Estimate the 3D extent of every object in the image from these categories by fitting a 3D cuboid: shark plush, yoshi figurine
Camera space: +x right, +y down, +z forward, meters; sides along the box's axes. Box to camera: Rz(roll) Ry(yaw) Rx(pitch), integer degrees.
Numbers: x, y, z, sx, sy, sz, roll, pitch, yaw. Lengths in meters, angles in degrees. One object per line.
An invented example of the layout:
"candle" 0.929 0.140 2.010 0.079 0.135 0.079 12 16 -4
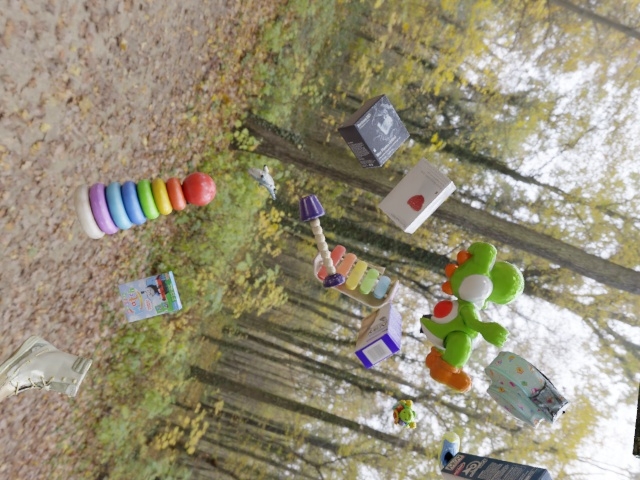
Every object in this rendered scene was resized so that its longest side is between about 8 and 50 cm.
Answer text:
"shark plush" -0.216 -0.226 1.563 0.161 0.067 0.073 49 32 -51
"yoshi figurine" 0.402 0.190 1.021 0.204 0.203 0.361 22 -83 47

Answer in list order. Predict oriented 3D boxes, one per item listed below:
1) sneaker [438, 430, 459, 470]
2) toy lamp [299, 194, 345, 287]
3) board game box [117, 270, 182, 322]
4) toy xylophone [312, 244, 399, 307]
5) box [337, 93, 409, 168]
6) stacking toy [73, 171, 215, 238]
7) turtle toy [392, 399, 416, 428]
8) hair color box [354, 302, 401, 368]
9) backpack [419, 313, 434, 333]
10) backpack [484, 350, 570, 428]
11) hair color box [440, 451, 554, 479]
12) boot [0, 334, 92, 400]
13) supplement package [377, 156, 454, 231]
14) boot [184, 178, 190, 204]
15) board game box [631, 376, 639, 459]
"sneaker" 0.526 0.922 1.677 0.126 0.091 0.239 -36 124 -60
"toy lamp" 0.000 0.000 1.198 0.080 0.080 0.274 -115 -171 -84
"board game box" -0.692 0.228 1.642 0.039 0.212 0.160 -124 -161 -87
"toy xylophone" 0.130 0.119 1.495 0.236 0.323 0.081 -64 174 -51
"box" 0.164 -0.332 1.243 0.156 0.158 0.093 -48 -155 -18
"stacking toy" -0.439 -0.105 1.051 0.141 0.331 0.141 167 -90 -77
"turtle toy" 0.292 0.610 1.415 0.130 0.066 0.095 124 -37 -63
"hair color box" 0.279 0.438 1.907 0.185 0.110 0.339 -36 -177 18
"backpack" 0.524 0.384 1.832 0.120 0.101 0.097 156 -57 -65
"backpack" 0.545 0.404 1.112 0.145 0.188 0.166 -35 176 -9
"hair color box" 0.533 0.741 1.175 0.105 0.173 0.347 -28 175 -30
"boot" -0.650 0.329 0.930 0.077 0.165 0.213 -54 -164 26
"supplement package" 0.438 -0.197 1.828 0.293 0.177 0.175 -49 161 14
"boot" -0.511 -0.177 1.570 0.099 0.045 0.121 126 -41 -64
"board game box" 0.730 0.370 0.839 0.186 0.026 0.126 -55 -168 -31
